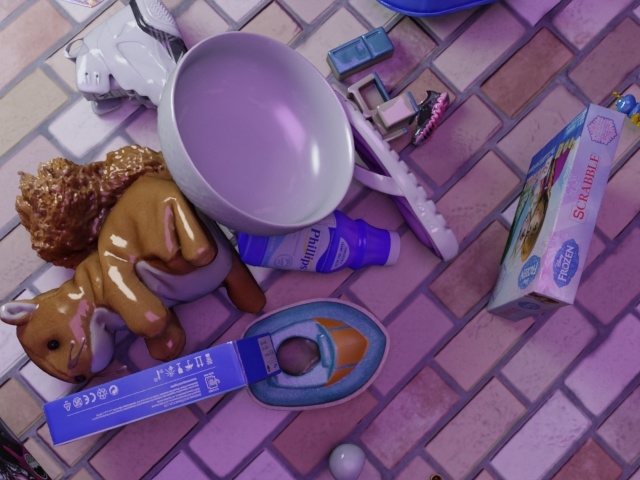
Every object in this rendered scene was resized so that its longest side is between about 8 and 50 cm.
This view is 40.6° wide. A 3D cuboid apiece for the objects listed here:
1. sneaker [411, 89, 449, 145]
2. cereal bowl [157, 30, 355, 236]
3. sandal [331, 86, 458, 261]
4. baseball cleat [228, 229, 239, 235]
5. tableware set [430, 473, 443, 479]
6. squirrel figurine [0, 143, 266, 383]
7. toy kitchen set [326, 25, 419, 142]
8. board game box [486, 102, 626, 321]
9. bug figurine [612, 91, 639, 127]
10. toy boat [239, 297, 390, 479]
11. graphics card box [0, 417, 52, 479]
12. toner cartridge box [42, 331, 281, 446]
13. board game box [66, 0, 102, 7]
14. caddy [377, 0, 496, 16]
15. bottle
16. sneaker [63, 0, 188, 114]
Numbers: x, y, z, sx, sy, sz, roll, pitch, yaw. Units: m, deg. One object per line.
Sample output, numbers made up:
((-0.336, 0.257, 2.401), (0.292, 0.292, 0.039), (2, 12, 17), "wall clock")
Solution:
((0.197, -0.234, 1.636), (0.057, 0.047, 0.119), (25, 77, 20), "sneaker")
((-0.117, -0.159, 1.410), (0.339, 0.141, 0.338), (13, 66, -31), "cereal bowl")
((0.089, -0.117, 1.543), (0.102, 0.169, 0.416), (-39, 85, -4), "sandal")
((-0.088, -0.090, 1.572), (0.206, 0.072, 0.109), (-27, 83, -9), "baseball cleat")
((0.249, 0.472, 1.523), (0.154, 0.024, 0.104), (39, 80, 4), "tableware set")
((-0.360, 0.041, 1.469), (0.370, 0.281, 0.397), (-34, 70, 2), "squirrel figurine")
((0.116, -0.297, 1.573), (0.122, 0.166, 0.207), (-27, 83, -8), "toy kitchen set")
((0.391, -0.032, 1.471), (0.066, 0.318, 0.318), (19, 79, 1), "board game box")
((0.693, -0.284, 1.659), (0.216, 0.072, 0.279), (40, 75, -3), "bug figurine")
((0.010, 0.255, 1.481), (0.268, 0.148, 0.318), (-16, 81, -7), "toy boat")
((-0.509, 0.404, 1.377), (0.094, 0.233, 0.371), (-42, 85, -5), "graphics card box")
((-0.253, 0.240, 1.400), (0.348, 0.165, 0.075), (-20, 82, 15), "toner cartridge box")
((-0.472, -0.522, 1.640), (0.169, 0.033, 0.133), (15, 80, -2), "board game box")
((0.245, -0.547, 1.625), (0.341, 0.179, 0.241), (-15, 58, -6), "caddy")
((0.000, 0.000, 1.531), (0.283, 0.092, 0.118), (7, 121, -18), "bottle")
((-0.305, -0.260, 1.559), (0.210, 0.137, 0.365), (-30, 79, -7), "sneaker")
